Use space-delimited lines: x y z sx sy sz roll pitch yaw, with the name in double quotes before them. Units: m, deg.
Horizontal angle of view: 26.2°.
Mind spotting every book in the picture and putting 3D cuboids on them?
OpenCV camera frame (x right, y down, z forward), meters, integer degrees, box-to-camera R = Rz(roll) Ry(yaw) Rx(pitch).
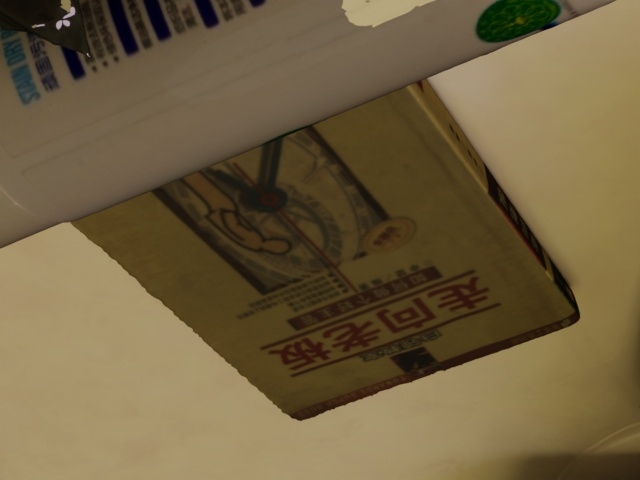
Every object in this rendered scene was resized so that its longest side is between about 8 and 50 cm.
"book" 0.000 0.000 0.606 0.161 0.026 0.231 -21 140 20

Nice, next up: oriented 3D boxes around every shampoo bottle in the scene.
"shampoo bottle" -0.056 -0.064 0.464 0.303 0.092 0.092 -22 139 20

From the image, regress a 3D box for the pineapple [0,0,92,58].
"pineapple" -0.070 -0.142 0.345 0.111 0.119 0.237 26 136 -14
